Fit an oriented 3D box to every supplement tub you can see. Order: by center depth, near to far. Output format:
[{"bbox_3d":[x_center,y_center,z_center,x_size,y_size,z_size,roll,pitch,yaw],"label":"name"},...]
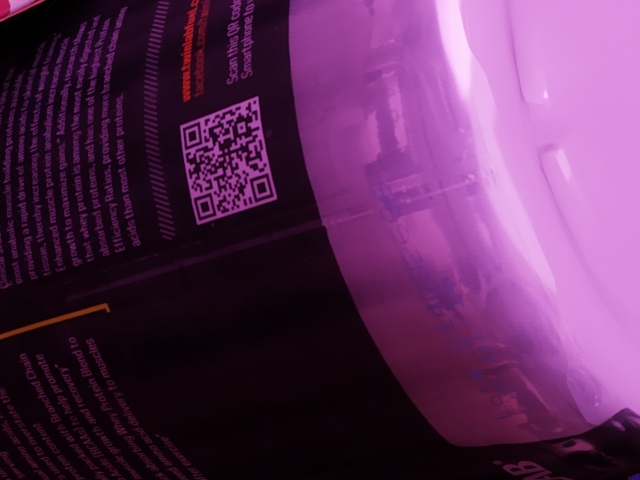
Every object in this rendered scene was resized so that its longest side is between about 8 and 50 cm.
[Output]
[{"bbox_3d":[-0.037,0.003,0.545,0.207,0.338,0.207,26,57,-47],"label":"supplement tub"}]

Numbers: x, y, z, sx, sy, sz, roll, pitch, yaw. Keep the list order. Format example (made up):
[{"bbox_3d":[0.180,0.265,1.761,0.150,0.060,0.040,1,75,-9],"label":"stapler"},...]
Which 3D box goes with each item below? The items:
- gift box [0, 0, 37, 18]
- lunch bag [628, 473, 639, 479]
[{"bbox_3d":[-0.212,-0.153,0.444,0.276,0.255,0.258,-43,113,-53],"label":"gift box"},{"bbox_3d":[0.285,0.106,1.109,0.176,0.090,0.219,-24,115,-50],"label":"lunch bag"}]
